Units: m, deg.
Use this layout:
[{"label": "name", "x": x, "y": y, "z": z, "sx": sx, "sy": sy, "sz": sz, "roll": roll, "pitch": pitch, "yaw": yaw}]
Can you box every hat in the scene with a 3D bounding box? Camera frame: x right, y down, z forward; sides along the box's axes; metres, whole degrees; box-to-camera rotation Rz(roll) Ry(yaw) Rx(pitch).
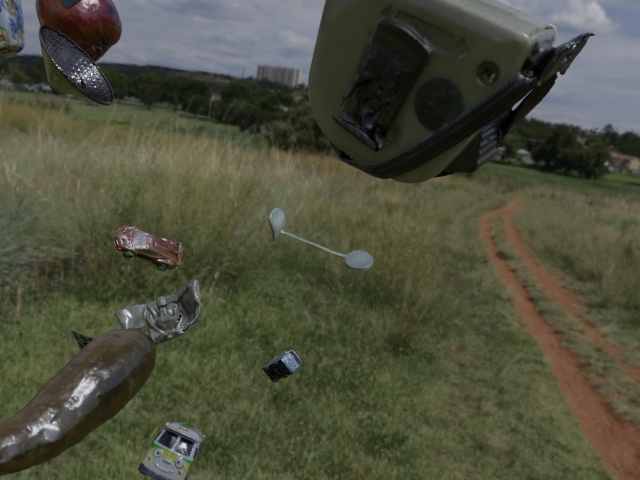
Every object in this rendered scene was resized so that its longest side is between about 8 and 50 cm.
[{"label": "hat", "x": -0.527, "y": -0.339, "z": 1.143, "sx": 0.082, "sy": 0.193, "sz": 0.193, "roll": -34, "pitch": 5, "yaw": 12}, {"label": "hat", "x": -0.385, "y": 0.190, "z": 1.411, "sx": 0.214, "sy": 0.149, "sz": 0.244, "roll": -22, "pitch": -11, "yaw": -5}]

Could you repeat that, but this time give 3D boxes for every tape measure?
[{"label": "tape measure", "x": 0.113, "y": -0.161, "z": 0.620, "sx": 0.271, "sy": 0.231, "sz": 0.133, "roll": 32, "pitch": 39, "yaw": 21}]

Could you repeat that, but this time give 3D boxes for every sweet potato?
[{"label": "sweet potato", "x": -0.409, "y": 0.262, "z": 0.904, "sx": 0.130, "sy": 0.130, "sz": 0.422, "roll": 13, "pitch": 24, "yaw": 21}]

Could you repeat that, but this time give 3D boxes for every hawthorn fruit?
[{"label": "hawthorn fruit", "x": -0.567, "y": -0.517, "z": 1.268, "sx": 0.200, "sy": 0.179, "sz": 0.179, "roll": 45, "pitch": 12, "yaw": -3}]

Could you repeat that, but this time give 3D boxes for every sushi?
[{"label": "sushi", "x": -0.672, "y": 0.317, "z": 1.649, "sx": 0.120, "sy": 0.126, "sz": 0.026, "roll": 14, "pitch": 42, "yaw": 22}]

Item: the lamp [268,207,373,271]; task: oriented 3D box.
[{"label": "lamp", "x": 0.000, "y": 0.000, "z": 0.955, "sx": 0.198, "sy": 0.056, "sz": 0.050, "roll": 19, "pitch": 40, "yaw": 21}]

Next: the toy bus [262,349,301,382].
[{"label": "toy bus", "x": -0.108, "y": 0.363, "z": 1.613, "sx": 0.075, "sy": 0.060, "sz": 0.123, "roll": -39, "pitch": 1, "yaw": -40}]

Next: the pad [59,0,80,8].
[{"label": "pad", "x": -0.396, "y": -0.528, "z": 0.889, "sx": 0.181, "sy": 0.267, "sz": 0.004, "roll": -4, "pitch": 5, "yaw": 41}]

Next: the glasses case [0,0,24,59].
[{"label": "glasses case", "x": -0.444, "y": -0.357, "z": 0.710, "sx": 0.087, "sy": 0.248, "sz": 0.065, "roll": -9, "pitch": 3, "yaw": 4}]

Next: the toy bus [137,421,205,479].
[{"label": "toy bus", "x": -0.457, "y": 0.671, "z": 1.750, "sx": 0.143, "sy": 0.179, "sz": 0.305, "roll": 26, "pitch": -19, "yaw": 1}]

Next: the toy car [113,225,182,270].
[{"label": "toy car", "x": -0.305, "y": 0.010, "z": 0.981, "sx": 0.035, "sy": 0.059, "sz": 0.122, "roll": -27, "pitch": -40, "yaw": 35}]
